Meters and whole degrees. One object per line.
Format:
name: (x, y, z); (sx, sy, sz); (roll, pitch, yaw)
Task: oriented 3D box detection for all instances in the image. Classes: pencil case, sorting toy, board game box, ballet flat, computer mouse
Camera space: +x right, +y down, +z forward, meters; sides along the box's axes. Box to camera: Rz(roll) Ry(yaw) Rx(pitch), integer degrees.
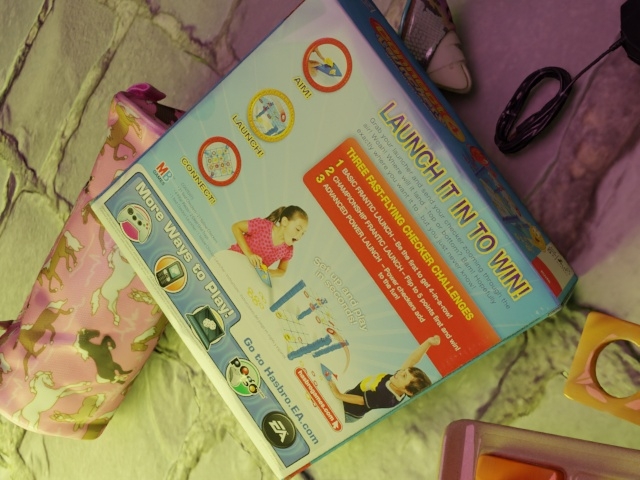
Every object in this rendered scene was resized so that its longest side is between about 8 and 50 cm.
pencil case: (-0.228, 0.028, 0.984); (0.386, 0.167, 0.160); (-59, 17, 12)
sorting toy: (0.148, 0.214, 0.572); (0.196, 0.047, 0.347); (2, 79, 40)
board game box: (0.000, 0.000, 0.769); (0.302, 0.086, 0.308); (-37, 85, 26)
ballet flat: (0.091, -0.124, 0.822); (0.079, 0.077, 0.221); (22, 99, 22)
computer mouse: (0.240, -0.145, 0.726); (0.242, 0.041, 0.071); (-37, 50, 35)
